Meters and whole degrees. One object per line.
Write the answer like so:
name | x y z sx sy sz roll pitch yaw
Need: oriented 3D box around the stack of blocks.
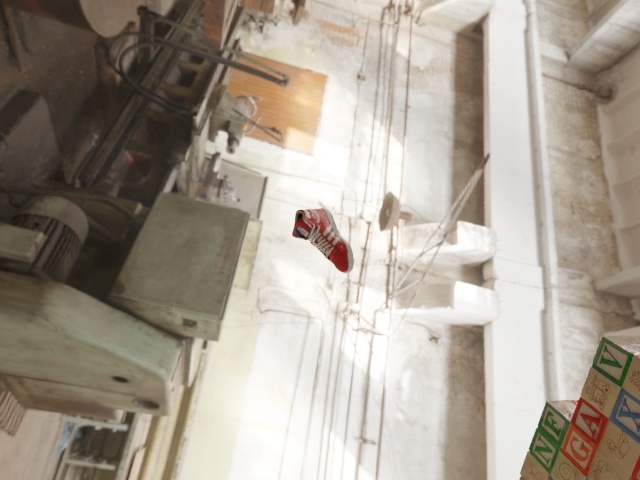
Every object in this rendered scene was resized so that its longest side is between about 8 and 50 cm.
stack of blocks | 0.366 0.269 0.535 0.171 0.087 0.297 -130 -135 -65

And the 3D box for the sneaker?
sneaker | 0.000 0.000 0.636 0.042 0.067 0.119 -54 -130 37
